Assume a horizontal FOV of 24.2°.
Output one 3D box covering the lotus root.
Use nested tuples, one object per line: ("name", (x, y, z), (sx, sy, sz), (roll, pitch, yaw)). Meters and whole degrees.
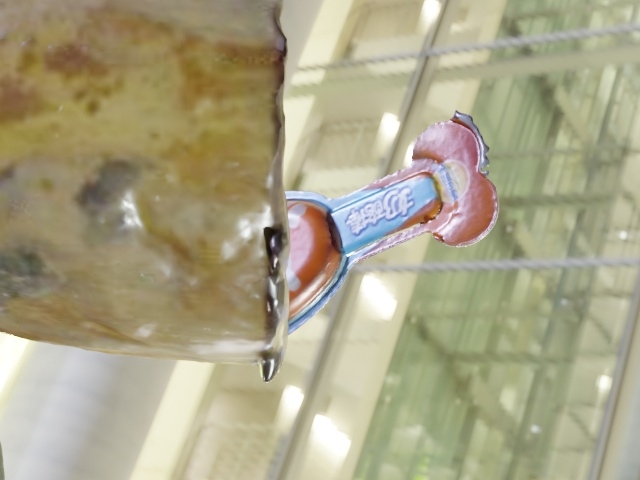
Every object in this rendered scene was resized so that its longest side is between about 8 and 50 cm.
("lotus root", (-0.116, -0.096, 0.666), (0.250, 0.316, 0.316), (5, -26, -13))

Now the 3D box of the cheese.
("cheese", (0.000, 0.000, 0.980), (0.256, 0.106, 0.037), (-25, -20, 21))

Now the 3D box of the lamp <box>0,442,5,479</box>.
("lamp", (-0.351, 0.301, 1.170), (0.269, 0.266, 0.047), (-23, -29, 21))
